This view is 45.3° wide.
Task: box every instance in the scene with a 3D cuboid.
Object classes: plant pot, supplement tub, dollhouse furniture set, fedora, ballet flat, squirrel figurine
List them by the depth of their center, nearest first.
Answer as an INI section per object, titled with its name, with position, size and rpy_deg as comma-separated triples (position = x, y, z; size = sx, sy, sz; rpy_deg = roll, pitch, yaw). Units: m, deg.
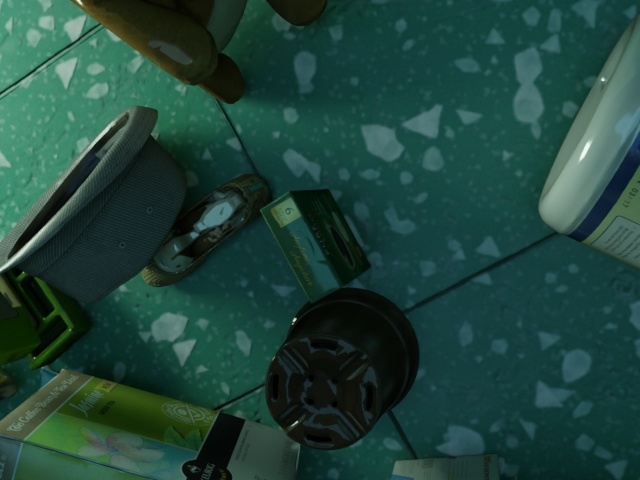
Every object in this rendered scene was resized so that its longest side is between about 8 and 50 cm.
[supplement tub]
position = 0.400, -0.054, 0.716
size = 0.325, 0.235, 0.235
rpy_deg = 27, 101, 9
[squirrel figurine]
position = -0.136, -0.391, 0.793
size = 0.397, 0.281, 0.370
rpy_deg = 36, 96, 4
[plant pot]
position = 0.021, 0.148, 0.861
size = 0.167, 0.165, 0.166
rpy_deg = 1, 97, 12
[fedora]
position = -0.255, -0.024, 0.894
size = 0.124, 0.244, 0.275
rpy_deg = 43, 72, -23
[ballet flat]
position = -0.153, -0.011, 0.934
size = 0.206, 0.067, 0.073
rpy_deg = -40, 87, 14
[dollhouse furniture set]
position = -0.476, 0.151, 0.956
size = 0.301, 0.197, 0.151
rpy_deg = -40, 82, 16

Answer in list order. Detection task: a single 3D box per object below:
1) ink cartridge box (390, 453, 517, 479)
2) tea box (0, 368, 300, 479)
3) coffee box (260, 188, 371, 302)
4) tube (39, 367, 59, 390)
[ink cartridge box]
position = 0.158, 0.308, 0.883
size = 0.143, 0.092, 0.089
rpy_deg = -8, 95, 14
[tea box]
position = -0.224, 0.369, 0.889
size = 0.324, 0.220, 0.328
rpy_deg = 17, 99, -1
[coffee box]
position = 0.000, 0.000, 0.840
size = 0.040, 0.184, 0.113
rpy_deg = -29, 89, 13
[tube]
position = -0.358, 0.279, 1.025
size = 0.080, 0.052, 0.207
rpy_deg = 13, 94, 14
